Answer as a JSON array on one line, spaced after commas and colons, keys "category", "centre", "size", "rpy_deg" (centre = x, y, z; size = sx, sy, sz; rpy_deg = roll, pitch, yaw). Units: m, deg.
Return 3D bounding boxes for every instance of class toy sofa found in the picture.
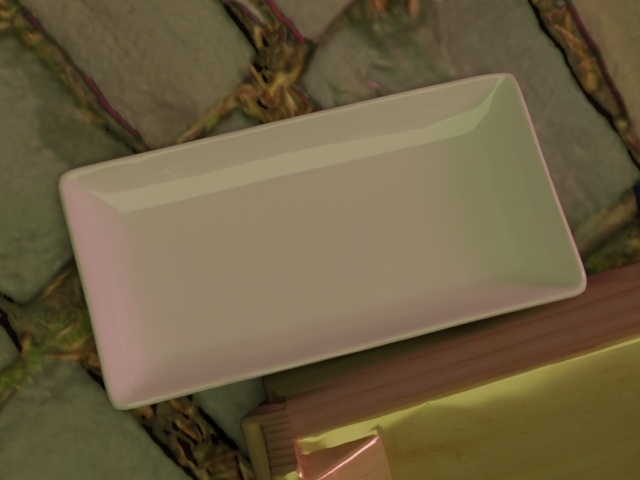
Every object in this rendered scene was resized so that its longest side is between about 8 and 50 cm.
[{"category": "toy sofa", "centre": [0.150, 0.114, 0.889], "size": [0.363, 0.177, 0.150], "rpy_deg": [-17, 103, -3]}]

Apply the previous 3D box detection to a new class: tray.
[{"category": "tray", "centre": [0.000, 0.000, 0.926], "size": [0.270, 0.030, 0.145], "rpy_deg": [-14, 68, -7]}]

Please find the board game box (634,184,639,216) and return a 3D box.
[{"category": "board game box", "centre": [0.238, 0.003, 0.978], "size": [0.090, 0.020, 0.090], "rpy_deg": [-11, 92, -7]}]
